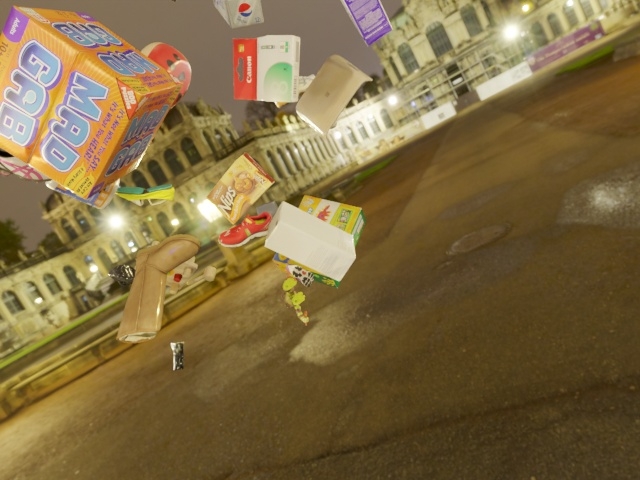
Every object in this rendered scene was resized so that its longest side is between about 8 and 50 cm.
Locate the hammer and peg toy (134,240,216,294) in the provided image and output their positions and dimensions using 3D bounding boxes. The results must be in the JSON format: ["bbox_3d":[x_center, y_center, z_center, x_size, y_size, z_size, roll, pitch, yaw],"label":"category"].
[{"bbox_3d":[-0.723,0.165,2.287,0.266,0.361,0.127,-41,33,42],"label":"hammer and peg toy"}]

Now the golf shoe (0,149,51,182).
[{"bbox_3d":[-0.909,-0.232,1.413,0.186,0.086,0.067,11,27,-31],"label":"golf shoe"}]

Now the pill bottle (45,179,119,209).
[{"bbox_3d":[-0.895,-0.234,1.678,0.152,0.272,0.152,-28,49,37],"label":"pill bottle"}]

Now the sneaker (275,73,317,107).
[{"bbox_3d":[-0.121,-0.747,2.182,0.296,0.131,0.111,-42,15,-35],"label":"sneaker"}]

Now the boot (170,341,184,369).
[{"bbox_3d":[-0.550,0.443,1.772,0.045,0.099,0.121,1,-7,-27],"label":"boot"}]

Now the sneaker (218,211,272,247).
[{"bbox_3d":[-0.351,-0.064,2.140,0.279,0.107,0.118,-26,-35,-29],"label":"sneaker"}]

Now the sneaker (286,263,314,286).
[{"bbox_3d":[-0.091,0.152,2.112,0.071,0.170,0.068,24,75,48],"label":"sneaker"}]

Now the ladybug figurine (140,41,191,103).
[{"bbox_3d":[-0.748,-0.776,2.212,0.161,0.305,0.449,4,42,8],"label":"ladybug figurine"}]

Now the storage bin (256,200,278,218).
[{"bbox_3d":[-0.292,-0.160,2.557,0.135,0.091,0.098,-19,13,5],"label":"storage bin"}]

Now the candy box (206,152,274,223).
[{"bbox_3d":[-0.372,-0.232,2.110,0.316,0.183,0.087,-38,9,42],"label":"candy box"}]

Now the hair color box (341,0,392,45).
[{"bbox_3d":[0.098,-0.824,1.482,0.110,0.339,0.185,-29,47,13],"label":"hair color box"}]

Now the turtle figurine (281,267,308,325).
[{"bbox_3d":[-0.120,0.224,1.925,0.087,0.270,0.217,-17,-17,-8],"label":"turtle figurine"}]

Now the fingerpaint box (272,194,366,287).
[{"bbox_3d":[0.000,0.000,2.593,0.370,0.163,0.445,14,67,24],"label":"fingerpaint box"}]

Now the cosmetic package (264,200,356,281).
[{"bbox_3d":[-0.044,0.001,2.077,0.156,0.384,0.217,-59,13,25],"label":"cosmetic package"}]

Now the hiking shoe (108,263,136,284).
[{"bbox_3d":[-0.881,0.169,2.083,0.114,0.086,0.227,-28,-16,13],"label":"hiking shoe"}]

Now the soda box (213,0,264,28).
[{"bbox_3d":[-0.253,-0.716,1.360,0.098,0.091,0.286,-17,42,-11],"label":"soda box"}]

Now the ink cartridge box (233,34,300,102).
[{"bbox_3d":[-0.171,-0.504,1.356,0.224,0.181,0.056,8,17,19],"label":"ink cartridge box"}]

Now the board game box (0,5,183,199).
[{"bbox_3d":[-0.692,-0.407,1.356,0.357,0.356,0.356,-51,13,20],"label":"board game box"}]

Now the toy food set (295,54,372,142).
[{"bbox_3d":[0.052,-0.592,1.915,0.306,0.220,0.092,-52,-31,18],"label":"toy food set"}]

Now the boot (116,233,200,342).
[{"bbox_3d":[-0.444,0.135,1.287,0.236,0.089,0.270,-20,52,25],"label":"boot"}]

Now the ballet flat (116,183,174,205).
[{"bbox_3d":[-0.715,-0.181,1.887,0.230,0.077,0.077,-6,27,-12],"label":"ballet flat"}]
